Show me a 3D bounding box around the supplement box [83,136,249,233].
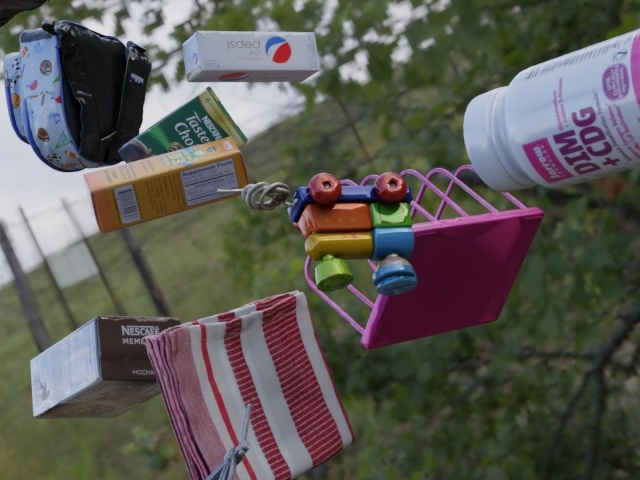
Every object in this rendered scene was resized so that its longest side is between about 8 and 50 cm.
[{"bbox_3d":[-0.228,-0.084,1.969,0.233,0.080,0.078,-14,27,-13],"label":"supplement box"}]

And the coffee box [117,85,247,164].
[{"bbox_3d":[-0.223,-0.154,2.145,0.184,0.113,0.040,-32,10,10],"label":"coffee box"}]

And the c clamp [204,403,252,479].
[{"bbox_3d":[-0.118,0.271,1.414,0.160,0.022,0.137,-51,18,33],"label":"c clamp"}]

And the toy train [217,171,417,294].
[{"bbox_3d":[0.000,0.000,1.648,0.248,0.143,0.105,-2,-27,-17],"label":"toy train"}]

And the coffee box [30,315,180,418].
[{"bbox_3d":[-0.388,0.234,2.393,0.168,0.118,0.297,5,-22,-35],"label":"coffee box"}]

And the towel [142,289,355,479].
[{"bbox_3d":[-0.078,0.200,1.718,0.037,0.237,0.329,-22,-4,34],"label":"towel"}]

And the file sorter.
[{"bbox_3d":[0.148,0.009,1.984,0.291,0.182,0.202,-8,-51,-43],"label":"file sorter"}]

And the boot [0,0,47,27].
[{"bbox_3d":[-0.565,-0.376,1.967,0.223,0.118,0.338,-24,-24,32],"label":"boot"}]

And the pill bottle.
[{"bbox_3d":[0.330,-0.155,1.647,0.283,0.160,0.160,-16,2,41],"label":"pill bottle"}]

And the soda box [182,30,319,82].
[{"bbox_3d":[-0.114,-0.303,2.192,0.216,0.069,0.074,-3,-9,-27],"label":"soda box"}]

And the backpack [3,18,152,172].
[{"bbox_3d":[-0.469,-0.261,2.506,0.213,0.263,0.276,-16,-12,30],"label":"backpack"}]
